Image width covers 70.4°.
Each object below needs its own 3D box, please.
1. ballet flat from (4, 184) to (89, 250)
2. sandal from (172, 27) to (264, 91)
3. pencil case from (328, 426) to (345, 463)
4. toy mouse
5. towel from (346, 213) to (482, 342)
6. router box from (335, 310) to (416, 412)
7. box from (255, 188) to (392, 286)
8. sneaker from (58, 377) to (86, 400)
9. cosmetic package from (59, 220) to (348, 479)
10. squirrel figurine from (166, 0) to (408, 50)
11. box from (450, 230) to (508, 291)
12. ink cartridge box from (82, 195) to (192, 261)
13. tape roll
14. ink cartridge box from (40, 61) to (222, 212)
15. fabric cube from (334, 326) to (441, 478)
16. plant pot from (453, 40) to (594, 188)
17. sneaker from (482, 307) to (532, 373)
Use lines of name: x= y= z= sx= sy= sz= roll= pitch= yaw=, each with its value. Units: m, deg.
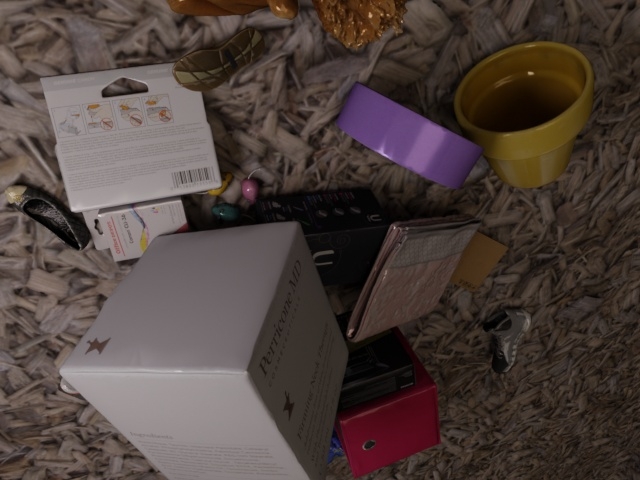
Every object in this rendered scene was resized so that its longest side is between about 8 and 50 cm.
ballet flat: x=-0.524 y=-0.045 z=0.879 sx=0.057 sy=0.049 sz=0.173 roll=-41 pitch=123 yaw=7
sandal: x=-0.185 y=-0.332 z=0.829 sx=0.180 sy=0.049 sz=0.072 roll=-36 pitch=130 yaw=-13
pencil case: x=-0.040 y=0.690 z=1.412 sx=0.119 sy=0.133 sz=0.306 roll=45 pitch=99 yaw=1
toy mouse: x=-0.179 y=-0.085 z=0.978 sx=0.161 sy=0.031 sz=0.143 roll=-31 pitch=123 yaw=1
towel: x=0.229 y=0.086 z=1.091 sx=0.332 sy=0.053 sz=0.316 roll=-8 pitch=129 yaw=-42
router box: x=0.048 y=0.302 z=1.149 sx=0.309 sy=0.243 sz=0.081 roll=-16 pitch=122 yaw=-8
box: x=0.000 y=0.000 z=1.005 sx=0.271 sy=0.143 sz=0.165 roll=-7 pitch=132 yaw=-14
sneaker: x=-0.561 y=0.365 z=1.111 sx=0.158 sy=0.061 sz=0.065 roll=34 pitch=131 yaw=-30
cosmetic package: x=-0.166 y=0.226 z=0.855 sx=0.328 sy=0.329 sz=0.393 roll=-5 pitch=129 yaw=18
squirrel figurine: x=-0.047 y=-0.426 z=0.621 sx=0.397 sy=0.370 sz=0.280 roll=3 pitch=117 yaw=-20
box: x=0.401 y=0.048 z=1.248 sx=0.201 sy=0.021 sz=0.164 roll=22 pitch=110 yaw=-27
ink cartridge box: x=-0.373 y=-0.029 z=0.926 sx=0.198 sy=0.067 sz=0.115 roll=-12 pitch=122 yaw=-11
tape roll: x=0.171 y=-0.204 z=0.877 sx=0.275 sy=0.274 sz=0.090 roll=17 pitch=112 yaw=-25
ink cartridge box: x=-0.344 y=-0.193 z=0.850 sx=0.275 sy=0.060 sz=0.238 roll=-11 pitch=97 yaw=-11
fabric cube: x=0.153 y=0.434 z=1.249 sx=0.258 sy=0.259 sz=0.254 roll=-17 pitch=121 yaw=-8
plant pot: x=0.440 y=-0.246 z=0.976 sx=0.254 sy=0.254 sz=0.239 roll=-37 pitch=139 yaw=5
sneaker: x=0.553 y=0.307 z=1.418 sx=0.132 sy=0.086 sz=0.228 roll=12 pitch=104 yaw=-18
